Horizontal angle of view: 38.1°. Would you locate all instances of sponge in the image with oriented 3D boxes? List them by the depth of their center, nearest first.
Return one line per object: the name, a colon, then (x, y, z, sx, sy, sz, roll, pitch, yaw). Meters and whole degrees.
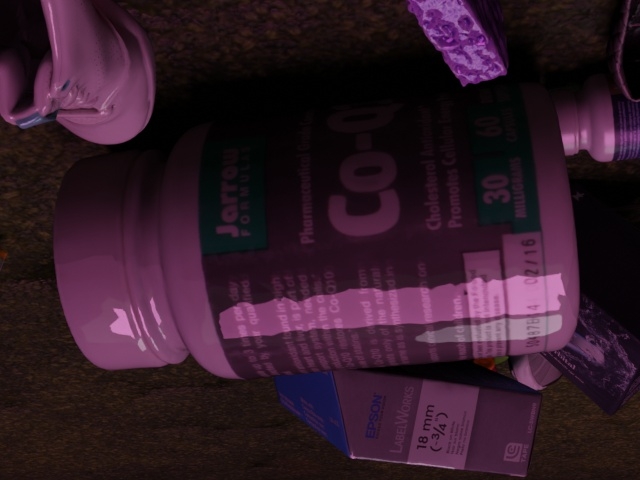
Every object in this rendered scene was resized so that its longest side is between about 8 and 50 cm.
sponge: (0.037, -0.173, 0.440, 0.031, 0.117, 0.210, -16, 152, 24)

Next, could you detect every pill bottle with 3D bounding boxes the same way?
pill bottle: (0.232, -0.094, 0.688, 0.120, 0.067, 0.067, -6, 155, 9)
pill bottle: (0.000, 0.000, 0.712, 0.361, 0.204, 0.204, -7, 155, 8)

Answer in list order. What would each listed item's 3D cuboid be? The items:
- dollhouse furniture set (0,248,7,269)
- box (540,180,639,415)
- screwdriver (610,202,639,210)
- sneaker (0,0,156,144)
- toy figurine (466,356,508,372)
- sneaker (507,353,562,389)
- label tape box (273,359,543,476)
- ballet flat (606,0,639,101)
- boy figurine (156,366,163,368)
dollhouse furniture set: (-0.367, 0.013, 0.861, 0.152, 0.076, 0.058, 12, 153, -26)
box: (0.257, 0.057, 0.871, 0.093, 0.156, 0.158, -37, 153, -18)
screwdriver: (0.297, -0.030, 0.891, 0.170, 0.024, 0.025, -14, 124, 27)
sneaker: (-0.131, -0.086, 0.443, 0.080, 0.094, 0.212, -5, 156, 2)
toy figurine: (0.188, 0.231, 1.285, 0.173, 0.159, 0.130, -1, 155, -1)
sneaker: (0.266, 0.109, 1.103, 0.108, 0.100, 0.271, -17, 152, 17)
label tape box: (0.049, 0.179, 1.090, 0.334, 0.105, 0.241, 11, -179, -21)
ballet flat: (0.217, -0.151, 0.583, 0.058, 0.049, 0.173, -6, 155, 7)
boy figurine: (-0.147, 0.057, 0.961, 0.177, 0.092, 0.285, 13, 151, -29)
